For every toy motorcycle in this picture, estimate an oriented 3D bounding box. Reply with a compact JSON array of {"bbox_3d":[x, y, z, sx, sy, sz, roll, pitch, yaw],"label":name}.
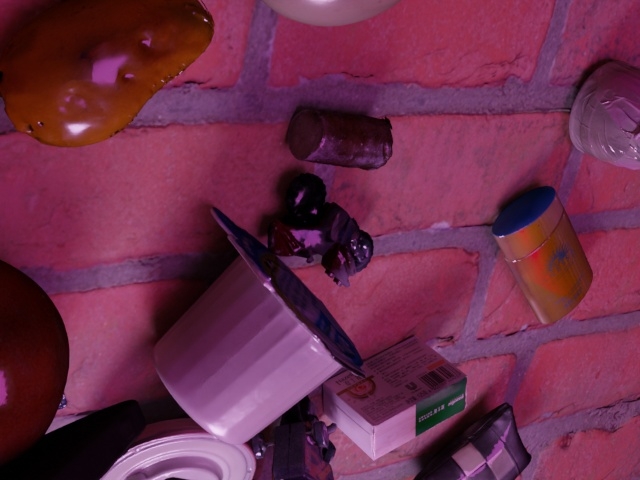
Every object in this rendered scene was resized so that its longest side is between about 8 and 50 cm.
[{"bbox_3d":[0.001,0.000,1.593,0.122,0.082,0.213,-50,135,-6],"label":"toy motorcycle"},{"bbox_3d":[-0.026,0.355,1.663,0.108,0.307,0.173,-13,123,11],"label":"toy motorcycle"}]

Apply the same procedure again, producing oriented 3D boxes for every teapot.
[{"bbox_3d":[0.532,-0.181,1.861,0.221,0.178,0.163,32,94,-47],"label":"teapot"}]

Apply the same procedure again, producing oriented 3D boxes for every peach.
[{"bbox_3d":[-0.394,0.141,1.248,0.252,0.252,0.252,-21,127,-30],"label":"peach"}]

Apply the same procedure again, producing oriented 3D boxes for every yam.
[{"bbox_3d":[0.031,-0.138,1.537,0.141,0.079,0.079,5,112,-39],"label":"yam"}]

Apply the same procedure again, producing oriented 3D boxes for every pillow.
[{"bbox_3d":[0.274,0.424,2.071,0.250,0.106,0.186,-36,133,-12],"label":"pillow"}]

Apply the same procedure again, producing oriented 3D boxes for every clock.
[{"bbox_3d":[-0.209,0.337,1.584,0.244,0.056,0.244,-10,138,-10],"label":"clock"}]

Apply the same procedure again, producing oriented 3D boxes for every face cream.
[{"bbox_3d":[0.386,0.022,1.944,0.139,0.067,0.285,-47,136,-10],"label":"face cream"}]

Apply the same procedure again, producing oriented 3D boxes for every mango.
[{"bbox_3d":[-0.230,-0.198,1.226,0.249,0.151,0.156,-29,97,-19],"label":"mango"}]

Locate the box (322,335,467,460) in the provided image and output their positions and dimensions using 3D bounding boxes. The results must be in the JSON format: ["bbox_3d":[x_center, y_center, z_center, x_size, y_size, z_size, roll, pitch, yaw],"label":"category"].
[{"bbox_3d":[0.120,0.249,1.811,0.199,0.135,0.081,-21,128,-28],"label":"box"}]

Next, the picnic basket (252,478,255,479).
[{"bbox_3d":[-0.134,0.473,1.738,0.196,0.134,0.154,-46,133,-8],"label":"picnic basket"}]

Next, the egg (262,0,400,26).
[{"bbox_3d":[0.028,-0.362,1.294,0.269,0.219,0.219,-43,137,-33],"label":"egg"}]

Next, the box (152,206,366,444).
[{"bbox_3d":[-0.111,0.129,1.498,0.206,0.262,0.291,-44,102,5],"label":"box"}]

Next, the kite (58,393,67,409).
[{"bbox_3d":[-0.394,0.191,1.430,0.232,0.009,0.189,-54,137,1],"label":"kite"}]

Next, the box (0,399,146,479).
[{"bbox_3d":[-0.361,0.295,1.296,0.289,0.290,0.073,-26,96,18],"label":"box"}]
